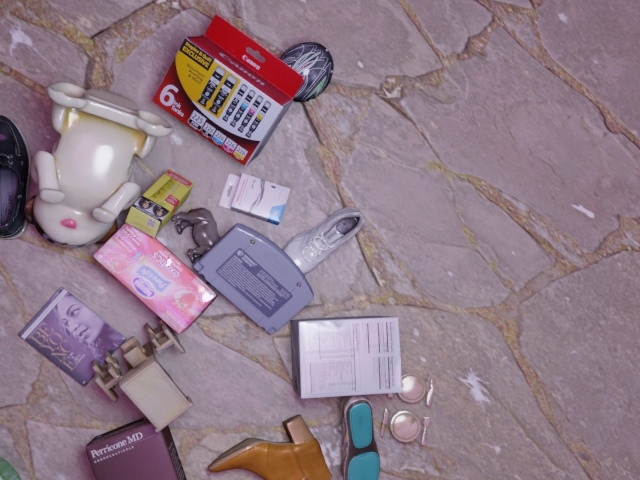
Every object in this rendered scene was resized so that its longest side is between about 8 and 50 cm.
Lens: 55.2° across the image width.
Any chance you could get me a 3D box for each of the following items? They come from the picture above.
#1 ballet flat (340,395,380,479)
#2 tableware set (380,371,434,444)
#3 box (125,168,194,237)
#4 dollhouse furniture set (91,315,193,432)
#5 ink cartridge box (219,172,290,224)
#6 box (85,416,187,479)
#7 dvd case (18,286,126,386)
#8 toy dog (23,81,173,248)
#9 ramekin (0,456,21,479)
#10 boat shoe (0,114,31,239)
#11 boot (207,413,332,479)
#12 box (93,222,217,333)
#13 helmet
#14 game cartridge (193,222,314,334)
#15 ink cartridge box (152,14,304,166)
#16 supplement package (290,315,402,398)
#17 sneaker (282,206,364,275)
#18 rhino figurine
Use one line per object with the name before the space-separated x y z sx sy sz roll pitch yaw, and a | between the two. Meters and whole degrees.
ballet flat | 0.102 0.553 1.663 0.108 0.106 0.315 -3 103 -17
tableware set | 0.249 0.472 1.739 0.129 0.039 0.194 11 76 4
box | -0.418 -0.102 1.612 0.087 0.232 0.058 30 121 -5
dollhouse furniture set | -0.436 0.345 1.561 0.212 0.242 0.160 -36 115 -11
ink cartridge box | -0.187 -0.121 1.724 0.180 0.060 0.104 18 82 -6
box | -0.436 0.656 1.563 0.191 0.143 0.381 -20 85 -10
dvd case | -0.660 0.256 1.632 0.221 0.018 0.164 40 80 -3
toy dog | -0.601 -0.172 1.541 0.285 0.395 0.407 15 106 -33
ramekin | -0.881 0.663 1.487 0.304 0.148 0.303 1 83 -9
boat shoe | -0.841 -0.175 1.603 0.127 0.113 0.339 -1 84 -8
boot | -0.129 0.620 1.630 0.295 0.104 0.211 -23 87 -15
box | -0.428 0.096 1.617 0.300 0.154 0.142 43 79 -3
helmet | -0.048 -0.477 1.733 0.170 0.161 0.169 1 84 -9
game cartridge | -0.168 0.099 1.647 0.196 0.060 0.294 -41 107 15
ink cartridge box | -0.245 -0.407 1.649 0.310 0.130 0.271 35 114 -3
supplement package | 0.062 0.306 1.644 0.263 0.199 0.197 -1 84 -9
sneaker | 0.000 0.000 1.705 0.297 0.129 0.111 -40 93 -9
rhino figurine | -0.312 0.022 1.683 0.106 0.073 0.243 -25 92 -11
